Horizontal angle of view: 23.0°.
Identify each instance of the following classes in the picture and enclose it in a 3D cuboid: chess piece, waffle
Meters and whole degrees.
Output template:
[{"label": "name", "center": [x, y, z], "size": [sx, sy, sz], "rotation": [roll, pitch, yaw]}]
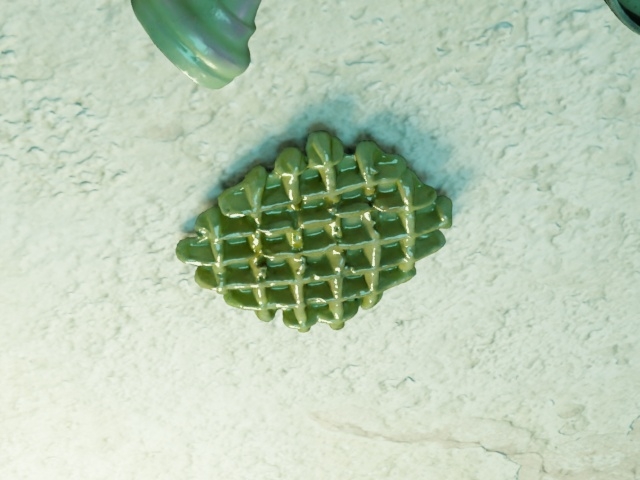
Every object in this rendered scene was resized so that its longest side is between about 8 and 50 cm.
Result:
[{"label": "chess piece", "center": [-0.052, -0.285, 1.576], "size": [0.272, 0.139, 0.139], "rotation": [-41, 130, 14]}, {"label": "waffle", "center": [0.000, 0.000, 1.917], "size": [0.292, 0.056, 0.309], "rotation": [31, 122, -35]}]

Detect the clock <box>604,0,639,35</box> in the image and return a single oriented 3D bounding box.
[{"label": "clock", "center": [0.423, -0.333, 1.615], "size": [0.319, 0.066, 0.319], "rotation": [-12, 143, -9]}]
